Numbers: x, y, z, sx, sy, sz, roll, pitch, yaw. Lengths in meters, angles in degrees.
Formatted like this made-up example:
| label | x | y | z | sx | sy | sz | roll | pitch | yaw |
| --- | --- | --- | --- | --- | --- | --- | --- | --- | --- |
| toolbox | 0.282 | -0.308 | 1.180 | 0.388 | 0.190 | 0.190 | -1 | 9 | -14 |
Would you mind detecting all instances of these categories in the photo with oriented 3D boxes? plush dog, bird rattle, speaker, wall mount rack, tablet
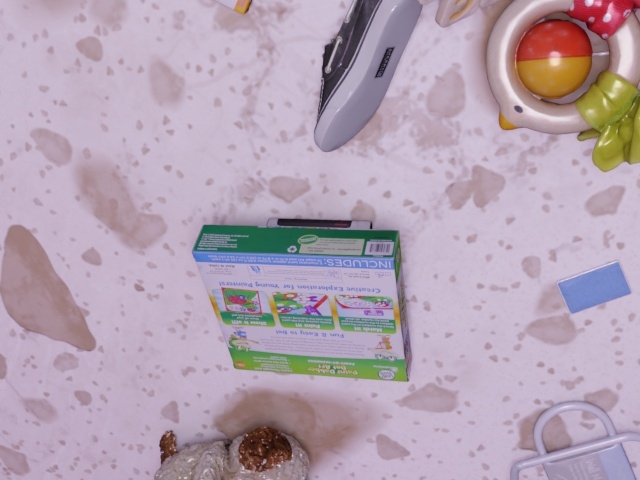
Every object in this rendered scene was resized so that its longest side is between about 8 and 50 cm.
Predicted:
| label | x | y | z | sx | sy | sz | roll | pitch | yaw |
| --- | --- | --- | --- | --- | --- | --- | --- | --- | --- |
| plush dog | -0.125 | 0.358 | 1.197 | 0.225 | 0.210 | 0.262 | -18 | 142 | 2 |
| bird rattle | 0.278 | -0.201 | 0.847 | 0.207 | 0.143 | 0.253 | -2 | 115 | 18 |
| speaker | 0.000 | 0.000 | 1.038 | 0.136 | 0.055 | 0.055 | 2 | 117 | 9 |
| wall mount rack | 0.445 | 0.380 | 1.115 | 0.304 | 0.130 | 0.350 | -21 | 112 | 18 |
| tablet | 0.353 | 0.061 | 1.037 | 0.083 | 0.006 | 0.054 | -23 | 111 | 18 |

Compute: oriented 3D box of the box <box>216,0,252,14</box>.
| label | x | y | z | sx | sy | sz | roll | pitch | yaw |
| --- | --- | --- | --- | --- | --- | --- | --- | --- | --- |
| box | -0.130 | -0.324 | 0.910 | 0.136 | 0.028 | 0.081 | 25 | 118 | -6 |

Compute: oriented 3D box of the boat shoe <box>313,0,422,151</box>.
| label | x | y | z | sx | sy | sz | roll | pitch | yaw |
| --- | --- | --- | --- | --- | --- | --- | --- | --- | --- |
| boat shoe | 0.041 | -0.204 | 0.924 | 0.070 | 0.078 | 0.219 | 45 | 125 | 25 |

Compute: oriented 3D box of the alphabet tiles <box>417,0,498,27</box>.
| label | x | y | z | sx | sy | sz | roll | pitch | yaw |
| --- | --- | --- | --- | --- | --- | --- | --- | --- | --- |
| alphabet tiles | 0.203 | -0.314 | 0.728 | 0.021 | 0.284 | 0.278 | 52 | 156 | 17 |

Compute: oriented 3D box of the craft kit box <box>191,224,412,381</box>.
| label | x | y | z | sx | sy | sz | roll | pitch | yaw |
| --- | --- | --- | --- | --- | --- | --- | --- | --- | --- |
| craft kit box | -0.014 | 0.085 | 1.033 | 0.250 | 0.061 | 0.247 | 2 | 134 | 13 |
